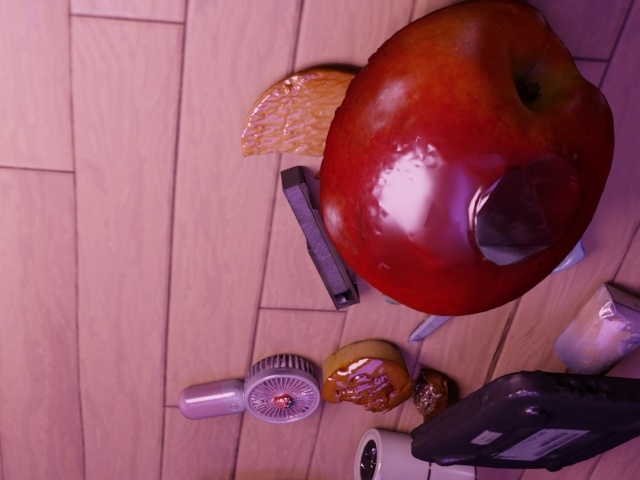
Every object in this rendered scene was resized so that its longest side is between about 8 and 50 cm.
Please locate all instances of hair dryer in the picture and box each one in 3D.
[{"bbox_3d":[0.132,0.496,1.878,0.203,0.128,0.362,13,136,-17],"label":"hair dryer"}]

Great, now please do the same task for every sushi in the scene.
[{"bbox_3d":[0.192,0.274,1.722,0.055,0.052,0.120,-12,137,-16],"label":"sushi"}]

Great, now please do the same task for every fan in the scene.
[{"bbox_3d":[-0.121,0.264,1.664,0.244,0.074,0.130,-11,132,5],"label":"fan"}]

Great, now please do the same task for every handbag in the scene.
[{"bbox_3d":[0.470,0.163,1.626,0.117,0.095,0.173,23,122,-18],"label":"handbag"}]

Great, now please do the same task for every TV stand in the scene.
[{"bbox_3d":[0.000,0.000,1.462,0.040,0.049,0.256,-18,130,9],"label":"TV stand"}]

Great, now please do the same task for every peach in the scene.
[{"bbox_3d":[0.182,-0.089,1.213,0.335,0.310,0.406,19,115,-30],"label":"peach"}]

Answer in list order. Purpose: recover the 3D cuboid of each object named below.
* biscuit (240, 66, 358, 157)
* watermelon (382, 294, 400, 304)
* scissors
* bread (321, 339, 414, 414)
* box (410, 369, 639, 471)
[{"bbox_3d":[0.002,-0.171,1.321,0.224,0.033,0.144,-4,128,-8],"label":"biscuit"},{"bbox_3d":[0.143,0.049,1.519,0.101,0.080,0.155,-31,149,-39],"label":"watermelon"},{"bbox_3d":[0.257,0.058,1.556,0.191,0.029,0.360,30,124,-23],"label":"scissors"},{"bbox_3d":[0.084,0.227,1.644,0.156,0.086,0.125,18,125,-21],"label":"bread"},{"bbox_3d":[0.368,0.312,1.663,0.350,0.091,0.359,7,148,-25],"label":"box"}]
